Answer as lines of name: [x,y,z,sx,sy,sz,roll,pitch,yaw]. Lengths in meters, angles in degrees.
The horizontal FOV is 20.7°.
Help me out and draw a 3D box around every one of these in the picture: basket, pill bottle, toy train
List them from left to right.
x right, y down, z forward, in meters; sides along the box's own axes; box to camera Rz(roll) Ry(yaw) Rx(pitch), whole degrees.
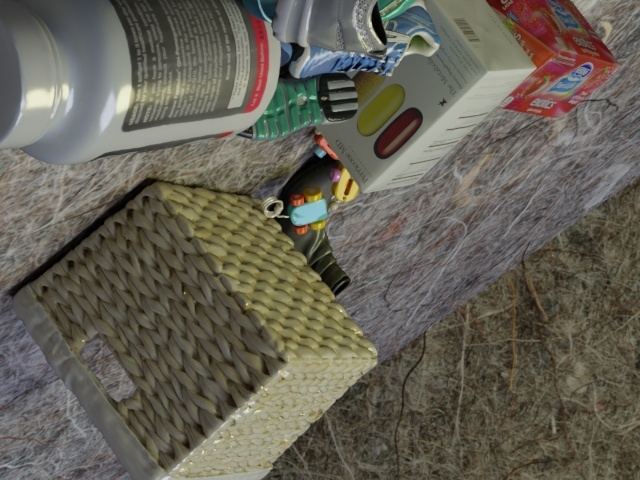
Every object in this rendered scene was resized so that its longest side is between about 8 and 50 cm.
pill bottle: [-0.199,-0.165,1.625,0.318,0.176,0.176,-14,154,-50]
basket: [-0.155,0.122,2.270,0.266,0.328,0.331,-44,161,16]
toy train: [-0.005,-0.089,2.381,0.125,0.046,0.166,35,104,-34]

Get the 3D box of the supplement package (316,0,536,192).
supplement package: [0.128,-0.190,2.245,0.244,0.139,0.134,-45,162,30]

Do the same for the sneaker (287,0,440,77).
sneaker: [0.055,-0.234,2.081,0.211,0.081,0.080,-26,162,-28]

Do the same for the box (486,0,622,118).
box: [0.293,-0.257,2.390,0.122,0.128,0.257,-41,162,22]

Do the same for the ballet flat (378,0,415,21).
ballet flat: [0.124,-0.326,1.994,0.247,0.083,0.087,-33,-172,-5]

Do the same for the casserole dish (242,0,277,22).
casserole dish: [-0.041,-0.289,1.657,0.037,0.188,0.114,4,-169,38]

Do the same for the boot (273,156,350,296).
boot: [0.000,0.000,2.494,0.083,0.161,0.246,-15,155,-48]

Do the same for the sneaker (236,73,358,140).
sneaker: [-0.065,-0.155,2.095,0.223,0.083,0.098,-4,176,-38]

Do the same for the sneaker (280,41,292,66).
sneaker: [-0.078,-0.195,1.978,0.144,0.059,0.053,-17,155,-50]

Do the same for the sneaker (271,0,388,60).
sneaker: [0.050,-0.283,1.501,0.105,0.115,0.281,-68,178,-54]
